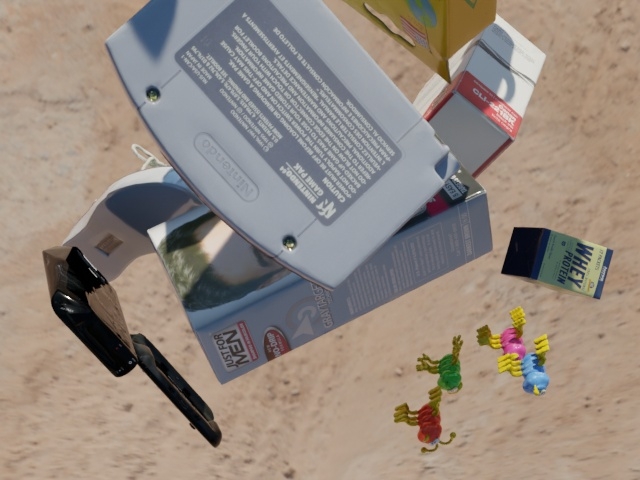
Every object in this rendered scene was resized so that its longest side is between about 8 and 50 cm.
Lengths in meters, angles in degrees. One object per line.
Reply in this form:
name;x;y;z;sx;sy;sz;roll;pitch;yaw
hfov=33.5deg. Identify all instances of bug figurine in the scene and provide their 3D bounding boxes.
bug figurine;0.254;0.219;1.694;0.279;0.216;0.072;-29;112;23

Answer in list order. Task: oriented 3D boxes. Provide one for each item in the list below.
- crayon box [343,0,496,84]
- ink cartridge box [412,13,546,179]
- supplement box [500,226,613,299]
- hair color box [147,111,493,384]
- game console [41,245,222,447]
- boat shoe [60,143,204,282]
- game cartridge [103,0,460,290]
crayon box;0.086;-0.326;1.093;0.081;0.318;0.202;-40;66;-13
ink cartridge box;0.208;-0.186;1.564;0.114;0.197;0.273;37;40;-7
supplement box;0.253;0.024;1.145;0.083;0.083;0.056;17;88;-13
hair color box;0.000;0.000;1.299;0.374;0.114;0.185;-26;48;-8
game console;-0.246;0.159;1.440;0.044;0.213;0.361;-37;118;-1
boat shoe;-0.246;-0.057;1.536;0.135;0.367;0.157;36;56;-18
game cartridge;-0.040;-0.109;0.947;0.198;0.062;0.297;-42;99;-2
